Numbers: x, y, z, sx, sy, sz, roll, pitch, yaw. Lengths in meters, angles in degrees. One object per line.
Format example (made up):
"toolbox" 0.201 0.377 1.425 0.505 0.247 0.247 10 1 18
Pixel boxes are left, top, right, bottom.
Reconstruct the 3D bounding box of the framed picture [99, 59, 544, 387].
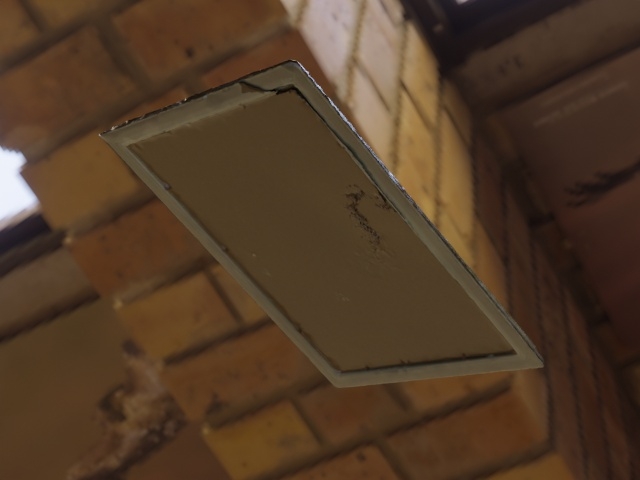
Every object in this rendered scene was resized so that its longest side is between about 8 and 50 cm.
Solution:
"framed picture" 0.000 0.000 0.980 0.216 0.273 0.016 -11 -143 48
